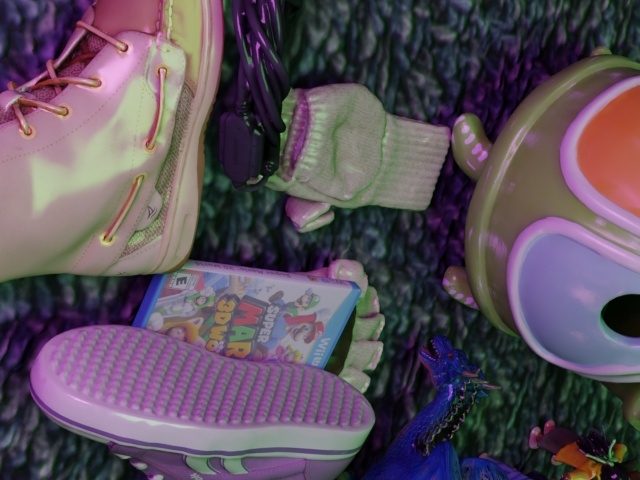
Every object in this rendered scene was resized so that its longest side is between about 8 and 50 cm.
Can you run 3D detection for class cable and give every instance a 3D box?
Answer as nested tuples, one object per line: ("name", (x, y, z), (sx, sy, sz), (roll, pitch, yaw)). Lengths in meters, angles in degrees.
("cable", (-0.032, -0.129, 1.037), (0.184, 0.047, 0.151), (95, 6, -55))

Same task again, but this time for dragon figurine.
("dragon figurine", (0.098, 0.213, 1.269), (0.144, 0.289, 0.085), (-33, 138, 25))

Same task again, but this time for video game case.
("video game case", (-0.062, 0.072, 1.151), (0.166, 0.015, 0.119), (8, 118, -35))

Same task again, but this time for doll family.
("doll family", (0.217, 0.215, 1.431), (0.193, 0.111, 0.076), (-23, 123, -31))

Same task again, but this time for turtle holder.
("turtle holder", (0.241, 0.022, 1.278), (0.243, 0.227, 0.320), (-9, 121, -42))

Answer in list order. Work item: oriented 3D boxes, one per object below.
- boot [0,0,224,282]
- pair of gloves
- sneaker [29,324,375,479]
("boot", (-0.170, -0.091, 0.981), (0.203, 0.095, 0.262), (-9, 117, -36))
("pair of gloves", (0.000, 0.000, 1.199), (0.204, 0.042, 0.240), (17, 96, -43))
("sneaker", (-0.102, 0.158, 1.116), (0.282, 0.102, 0.161), (18, 118, -39))
